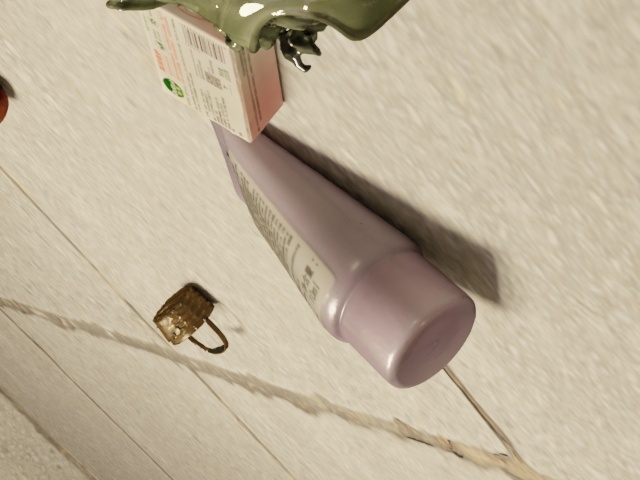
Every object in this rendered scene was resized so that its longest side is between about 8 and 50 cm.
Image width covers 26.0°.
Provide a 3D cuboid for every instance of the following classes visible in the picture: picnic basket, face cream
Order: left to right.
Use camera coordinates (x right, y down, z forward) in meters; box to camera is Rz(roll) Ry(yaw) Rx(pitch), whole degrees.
[{"bbox_3d":[-0.140,0.098,1.559,0.083,0.072,0.072,46,159,-15],"label":"picnic basket"},{"bbox_3d":[0.000,0.000,1.105,0.274,0.096,0.154,43,166,30],"label":"face cream"}]

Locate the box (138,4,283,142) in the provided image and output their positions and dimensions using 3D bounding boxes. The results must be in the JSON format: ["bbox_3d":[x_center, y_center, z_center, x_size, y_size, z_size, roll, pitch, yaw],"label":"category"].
[{"bbox_3d":[-0.077,-0.135,0.992,0.089,0.043,0.125,32,159,18],"label":"box"}]

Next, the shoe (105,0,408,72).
[{"bbox_3d":[-0.062,-0.157,0.819,0.293,0.109,0.149,0,131,53],"label":"shoe"}]

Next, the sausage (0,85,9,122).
[{"bbox_3d":[-0.363,-0.151,1.426,0.094,0.059,0.054,41,138,1],"label":"sausage"}]
